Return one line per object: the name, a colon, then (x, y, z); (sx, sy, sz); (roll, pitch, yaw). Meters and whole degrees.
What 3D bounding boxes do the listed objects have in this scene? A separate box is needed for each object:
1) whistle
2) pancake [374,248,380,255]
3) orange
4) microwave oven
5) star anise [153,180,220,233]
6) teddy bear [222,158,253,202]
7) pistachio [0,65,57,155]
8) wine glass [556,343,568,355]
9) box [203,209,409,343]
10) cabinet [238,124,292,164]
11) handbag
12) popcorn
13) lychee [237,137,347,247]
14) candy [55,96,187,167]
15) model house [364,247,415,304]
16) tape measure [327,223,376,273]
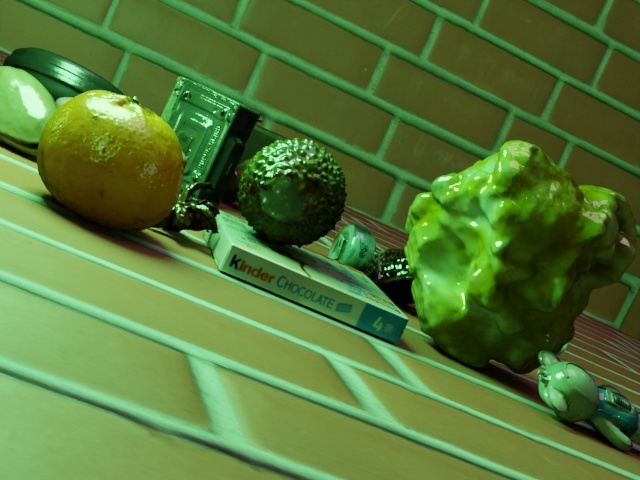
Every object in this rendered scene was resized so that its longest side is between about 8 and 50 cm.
whistle: (0.394, 0.239, 1.444); (0.235, 0.077, 0.114); (29, 34, -18)
pancake: (0.146, 0.042, 2.437); (0.129, 0.023, 0.116); (20, 10, -44)
orange: (-0.259, -0.103, 1.287); (0.193, 0.161, 0.193); (28, 1, -1)
microwave oven: (-0.236, -0.192, 1.990); (0.163, 0.205, 0.129); (26, 5, 18)
star anise: (-0.183, -0.048, 1.471); (0.097, 0.070, 0.191); (-7, 9, 9)
teddy bear: (-0.111, -0.104, 2.148); (0.177, 0.140, 0.190); (26, 13, -27)
pistachio: (-0.458, -0.193, 1.556); (0.185, 0.108, 0.126); (35, 32, 23)
wine glass: (0.455, 0.201, 2.083); (0.073, 0.073, 0.155); (27, 3, 21)
box: (-0.030, 0.045, 1.486); (0.273, 0.048, 0.265); (24, 6, -15)
cabinet: (-0.176, -0.183, 2.336); (0.215, 0.175, 0.148); (23, 6, -18)
handbag: (-0.508, -0.290, 2.055); (0.253, 0.093, 0.308); (31, -9, -32)
popcorn: (0.288, 0.026, 1.558); (0.292, 0.334, 0.294); (-2, 51, -51)
lychee: (-0.043, -0.069, 1.455); (0.171, 0.171, 0.171); (25, 5, -3)
candy: (-0.352, -0.160, 1.739); (0.255, 0.094, 0.255); (25, 5, -3)
model house: (0.134, 0.070, 1.830); (0.165, 0.106, 0.152); (-11, 4, 23)
tape measure: (-0.001, 0.000, 1.729); (0.179, 0.107, 0.104); (28, 9, -3)
